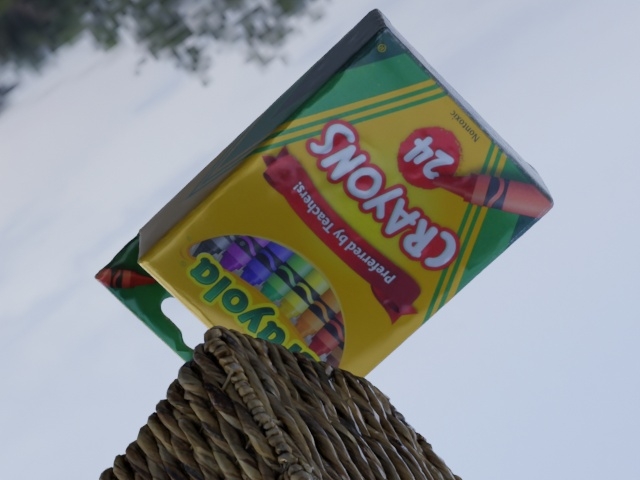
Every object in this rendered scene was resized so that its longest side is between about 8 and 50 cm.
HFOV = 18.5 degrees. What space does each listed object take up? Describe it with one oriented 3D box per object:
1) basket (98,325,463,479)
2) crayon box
[{"bbox_3d":[-0.010,0.242,1.277,0.223,0.213,0.299,-53,-137,15],"label":"basket"},{"bbox_3d":[0.000,0.000,1.559,0.318,0.202,0.081,-43,-163,10],"label":"crayon box"}]
